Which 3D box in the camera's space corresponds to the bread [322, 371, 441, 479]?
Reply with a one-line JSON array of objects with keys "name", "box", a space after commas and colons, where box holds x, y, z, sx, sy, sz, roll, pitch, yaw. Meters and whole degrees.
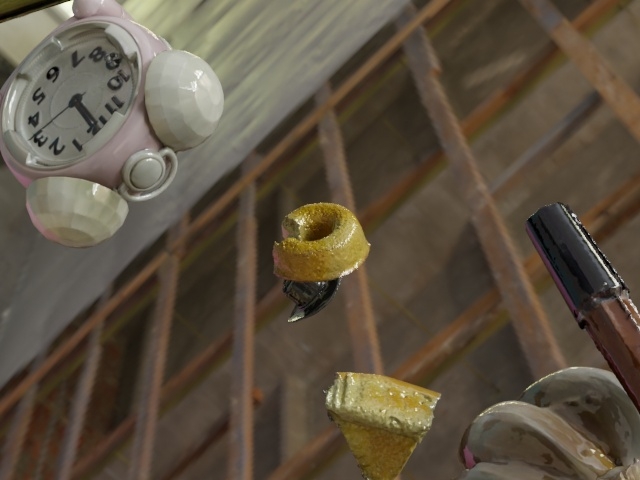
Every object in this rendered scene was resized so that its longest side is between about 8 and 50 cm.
[{"name": "bread", "box": [0.076, 0.291, 1.868, 0.140, 0.169, 0.160, -64, 169, -63]}]

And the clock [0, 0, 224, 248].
[{"name": "clock", "box": [-0.329, -0.180, 1.851, 0.342, 0.184, 0.326, -49, -131, 6]}]

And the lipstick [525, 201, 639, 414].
[{"name": "lipstick", "box": [0.369, 0.120, 1.510, 0.077, 0.077, 0.418, -40, -129, 18]}]

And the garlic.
[{"name": "garlic", "box": [0.308, 0.274, 1.606, 0.279, 0.132, 0.325, -33, -151, -22]}]

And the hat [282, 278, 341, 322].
[{"name": "hat", "box": [-0.020, 0.060, 1.730, 0.121, 0.050, 0.121, -46, -157, 27]}]

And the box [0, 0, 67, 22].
[{"name": "box", "box": [-0.154, -0.339, 1.231, 0.373, 0.138, 0.420, -15, -165, 6]}]

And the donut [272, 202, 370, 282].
[{"name": "donut", "box": [0.000, 0.000, 1.247, 0.097, 0.043, 0.108, -5, -148, 7]}]
